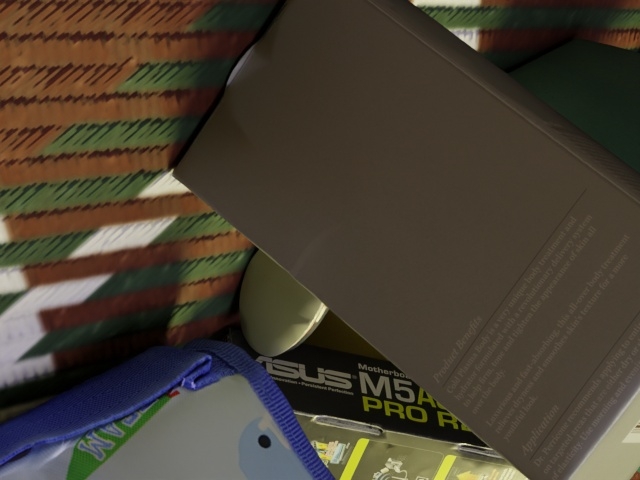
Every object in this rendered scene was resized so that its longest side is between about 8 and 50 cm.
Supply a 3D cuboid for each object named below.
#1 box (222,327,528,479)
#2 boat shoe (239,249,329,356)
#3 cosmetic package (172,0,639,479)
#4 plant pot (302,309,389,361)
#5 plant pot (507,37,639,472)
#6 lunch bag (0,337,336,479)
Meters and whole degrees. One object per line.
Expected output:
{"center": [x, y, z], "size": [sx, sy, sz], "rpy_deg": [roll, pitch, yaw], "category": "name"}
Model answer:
{"center": [0.010, 0.185, 1.108], "size": [0.060, 0.216, 0.270], "rpy_deg": [-96, -157, -52], "category": "box"}
{"center": [0.000, 0.000, 0.993], "size": [0.043, 0.049, 0.137], "rpy_deg": [-19, 137, -57], "category": "boat shoe"}
{"center": [0.065, -0.007, 0.855], "size": [0.127, 0.238, 0.107], "rpy_deg": [-53, 156, 13], "category": "cosmetic package"}
{"center": [0.045, 0.040, 1.091], "size": [0.081, 0.083, 0.081], "rpy_deg": [-26, 147, -45], "category": "plant pot"}
{"center": [0.193, -0.001, 1.111], "size": [0.166, 0.234, 0.165], "rpy_deg": [-28, 149, -43], "category": "plant pot"}
{"center": [-0.112, 0.272, 0.897], "size": [0.328, 0.239, 0.385], "rpy_deg": [-27, 108, -44], "category": "lunch bag"}
